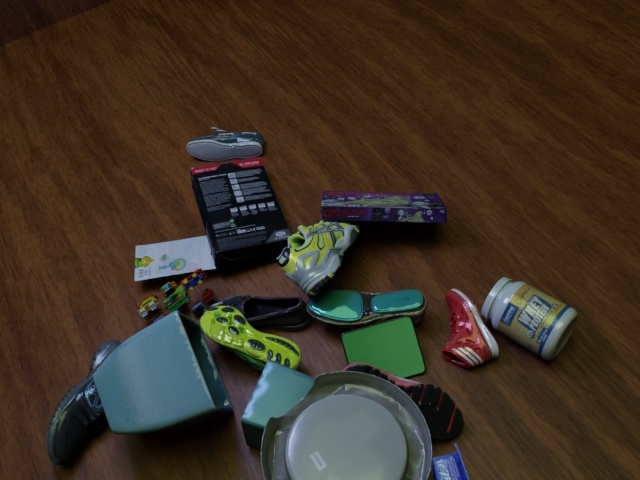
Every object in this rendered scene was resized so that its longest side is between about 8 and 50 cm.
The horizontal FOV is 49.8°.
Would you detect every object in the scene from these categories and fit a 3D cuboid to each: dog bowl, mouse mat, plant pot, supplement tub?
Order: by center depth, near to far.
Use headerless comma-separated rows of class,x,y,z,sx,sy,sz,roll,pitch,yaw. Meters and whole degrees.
dog bowl,0.053,0.448,1.433,0.349,0.102,0.348,-2,49,2
plant pot,-0.041,0.421,1.626,0.234,0.165,0.165,17,55,12
plant pot,-0.386,0.344,1.649,0.252,0.247,0.247,-24,76,-4
supplement tub,0.520,0.191,1.722,0.200,0.144,0.144,31,62,29
mouse mat,0.158,0.283,1.738,0.190,0.007,0.152,-15,86,-2

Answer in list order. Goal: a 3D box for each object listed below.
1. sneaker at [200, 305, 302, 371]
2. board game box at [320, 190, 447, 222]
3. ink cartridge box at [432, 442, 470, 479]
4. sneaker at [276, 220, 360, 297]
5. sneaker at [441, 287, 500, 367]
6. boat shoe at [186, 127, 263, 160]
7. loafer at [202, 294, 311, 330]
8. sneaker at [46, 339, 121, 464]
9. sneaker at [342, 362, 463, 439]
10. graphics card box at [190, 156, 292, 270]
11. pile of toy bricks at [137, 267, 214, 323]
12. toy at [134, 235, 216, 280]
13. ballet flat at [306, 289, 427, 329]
sneaker,-0.188,0.273,1.779,0.296,0.123,0.109,28,52,15
board game box,0.176,-0.098,1.981,0.347,0.056,0.208,1,12,1
ink cartridge box,0.271,0.550,1.364,0.065,0.311,0.185,-11,50,-2
sneaker,0.000,0.000,1.881,0.147,0.145,0.384,39,27,-5
sneaker,0.348,0.226,1.762,0.128,0.087,0.221,-23,50,-11
boat shoe,-0.318,-0.326,2.312,0.255,0.095,0.079,-4,52,5
loafer,-0.178,0.185,1.873,0.303,0.095,0.109,-1,51,8
sneaker,-0.557,0.409,1.738,0.140,0.125,0.340,16,58,14
sneaker,0.195,0.369,1.654,0.314,0.136,0.115,25,87,2
graphics card box,-0.242,-0.087,2.083,0.233,0.094,0.371,-11,48,-16
pile of toy bricks,-0.400,0.157,1.944,0.212,0.118,0.105,-35,24,1
toy,-0.424,0.062,2.037,0.237,0.056,0.136,-6,48,-5
ballet flat,0.122,0.191,1.812,0.316,0.106,0.107,0,54,10
